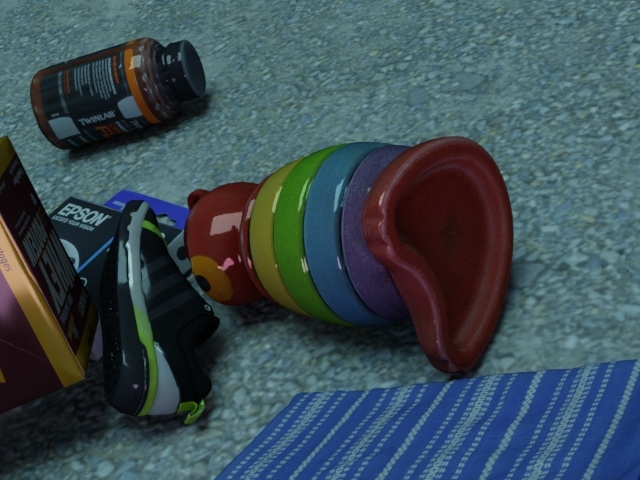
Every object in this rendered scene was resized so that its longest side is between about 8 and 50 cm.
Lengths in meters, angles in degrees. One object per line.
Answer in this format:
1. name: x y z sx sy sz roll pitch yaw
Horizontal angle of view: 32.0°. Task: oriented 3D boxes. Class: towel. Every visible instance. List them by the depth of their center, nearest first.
1. towel: 0.071 0.136 0.725 0.336 0.040 0.243 -10 14 30

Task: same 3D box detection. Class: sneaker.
1. sneaker: -0.141 0.066 0.993 0.097 0.084 0.235 9 46 -21

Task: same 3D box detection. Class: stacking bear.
1. stacking bear: 0.000 0.000 0.944 0.289 0.175 0.164 -2 38 40

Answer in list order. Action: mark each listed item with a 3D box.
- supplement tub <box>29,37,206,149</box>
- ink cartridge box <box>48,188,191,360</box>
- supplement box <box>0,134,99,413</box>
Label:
1. supplement tub: -0.241 -0.182 1.348 0.198 0.106 0.106 -14 37 15
2. ink cartridge box: -0.223 0.014 1.144 0.206 0.045 0.208 16 50 42
3. supplement box: -0.318 0.046 0.938 0.194 0.191 0.129 -22 20 2
